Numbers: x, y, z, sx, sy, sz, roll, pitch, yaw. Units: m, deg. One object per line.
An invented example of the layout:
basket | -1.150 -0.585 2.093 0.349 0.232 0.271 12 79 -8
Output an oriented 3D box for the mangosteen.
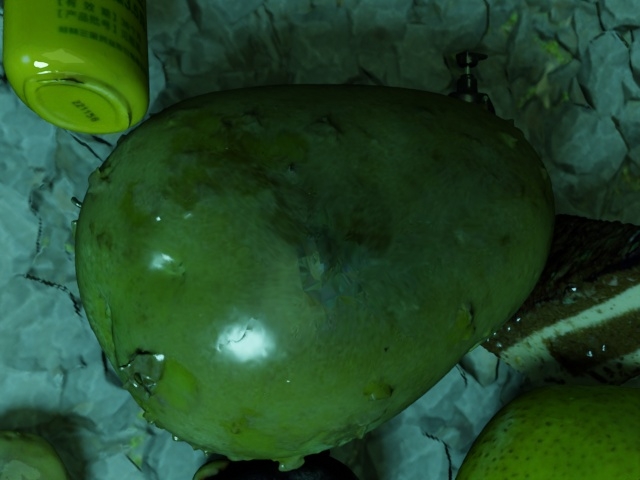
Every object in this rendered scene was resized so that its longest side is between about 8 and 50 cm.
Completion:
mangosteen | -0.034 0.199 1.025 0.137 0.137 0.151 -9 54 -21

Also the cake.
cake | 0.238 0.027 1.079 0.112 0.246 0.135 39 54 -12

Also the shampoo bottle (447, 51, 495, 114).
shampoo bottle | 0.122 -0.087 1.153 0.048 0.027 0.137 1 84 -11

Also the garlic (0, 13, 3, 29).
garlic | -0.335 -0.312 0.945 0.231 0.246 0.340 -4 93 10

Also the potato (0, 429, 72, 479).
potato | -0.217 0.204 0.976 0.091 0.070 0.138 1 71 -6

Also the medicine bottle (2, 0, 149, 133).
medicine bottle | -0.172 -0.216 0.986 0.111 0.076 0.309 29 45 -45

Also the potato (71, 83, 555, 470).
potato | 0.011 0.016 1.001 0.359 0.219 0.270 -10 76 -23

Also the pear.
pear | 0.216 0.244 1.026 0.294 0.294 0.294 2 84 -20
